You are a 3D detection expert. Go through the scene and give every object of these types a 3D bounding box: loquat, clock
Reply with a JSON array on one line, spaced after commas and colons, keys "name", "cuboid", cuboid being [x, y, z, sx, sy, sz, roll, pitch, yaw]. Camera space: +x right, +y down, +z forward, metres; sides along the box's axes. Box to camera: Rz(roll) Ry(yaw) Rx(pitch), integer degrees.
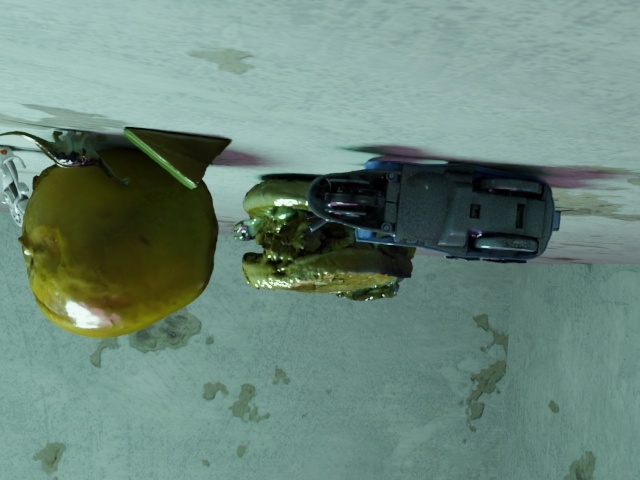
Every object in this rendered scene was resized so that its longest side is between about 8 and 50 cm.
[{"name": "loquat", "cuboid": [-0.284, 0.003, 1.462, 0.283, 0.276, 0.276, -7, 180, -15]}, {"name": "clock", "cuboid": [-0.482, -0.086, 1.592, 0.041, 0.129, 0.087, -27, 178, -35]}]

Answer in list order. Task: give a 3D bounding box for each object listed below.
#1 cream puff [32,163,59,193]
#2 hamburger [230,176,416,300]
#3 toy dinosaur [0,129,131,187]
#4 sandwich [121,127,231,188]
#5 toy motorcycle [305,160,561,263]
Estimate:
[{"name": "cream puff", "cuboid": [-0.387, -0.074, 1.642, 0.150, 0.115, 0.165, 5, 178, 7]}, {"name": "hamburger", "cuboid": [0.000, 0.000, 1.702, 0.276, 0.195, 0.318, 10, 172, -33]}, {"name": "toy dinosaur", "cuboid": [-0.327, -0.124, 1.335, 0.180, 0.058, 0.037, 19, 166, -15]}, {"name": "sandwich", "cuboid": [-0.184, -0.130, 1.304, 0.116, 0.074, 0.074, 39, 170, -11]}, {"name": "toy motorcycle", "cuboid": [0.145, -0.040, 1.367, 0.358, 0.125, 0.212, 6, 179, -15]}]
